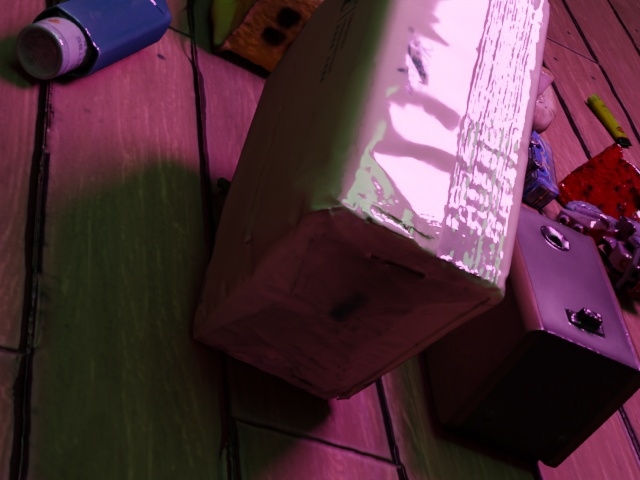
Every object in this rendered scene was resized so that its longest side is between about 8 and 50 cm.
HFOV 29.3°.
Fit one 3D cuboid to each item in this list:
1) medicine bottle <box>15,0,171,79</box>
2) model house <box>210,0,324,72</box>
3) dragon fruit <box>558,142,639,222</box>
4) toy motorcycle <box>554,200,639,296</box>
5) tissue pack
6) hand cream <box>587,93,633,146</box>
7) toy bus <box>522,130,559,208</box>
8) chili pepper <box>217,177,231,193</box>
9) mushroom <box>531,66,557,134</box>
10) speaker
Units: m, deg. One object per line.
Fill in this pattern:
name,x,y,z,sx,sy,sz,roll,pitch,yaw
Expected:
medicine bottle,-0.267,-0.257,1.415,0.124,0.079,0.258,41,31,0
model house,-0.013,-0.299,1.669,0.234,0.175,0.193,34,29,-24
dragon fruit,0.468,-0.054,1.853,0.192,0.122,0.092,45,17,18
toy motorcycle,0.428,0.016,1.755,0.213,0.082,0.122,36,29,22
tissue pack,0.052,-0.074,1.182,0.207,0.297,0.380,28,51,-17
hand cream,0.522,-0.215,2.212,0.036,0.023,0.122,4,47,-42
toy bus,0.323,-0.107,1.838,0.061,0.051,0.153,33,30,-17
chili pepper,0.003,-0.005,1.363,0.257,0.074,0.100,29,28,-22
mushroom,0.309,-0.230,1.920,0.154,0.122,0.154,28,37,-24
speaker,0.218,0.094,1.321,0.153,0.192,0.231,23,32,-21
